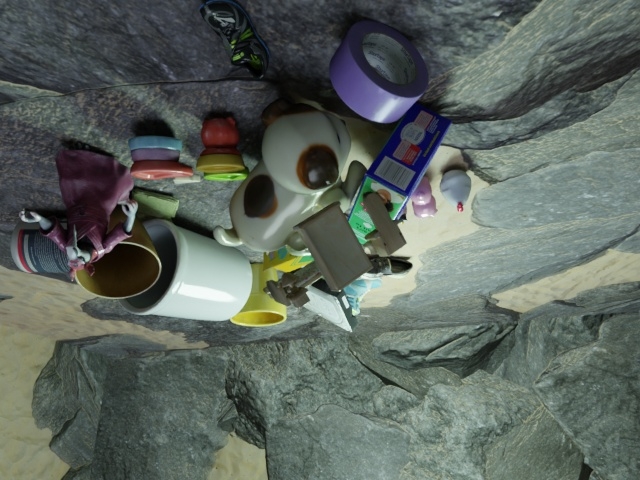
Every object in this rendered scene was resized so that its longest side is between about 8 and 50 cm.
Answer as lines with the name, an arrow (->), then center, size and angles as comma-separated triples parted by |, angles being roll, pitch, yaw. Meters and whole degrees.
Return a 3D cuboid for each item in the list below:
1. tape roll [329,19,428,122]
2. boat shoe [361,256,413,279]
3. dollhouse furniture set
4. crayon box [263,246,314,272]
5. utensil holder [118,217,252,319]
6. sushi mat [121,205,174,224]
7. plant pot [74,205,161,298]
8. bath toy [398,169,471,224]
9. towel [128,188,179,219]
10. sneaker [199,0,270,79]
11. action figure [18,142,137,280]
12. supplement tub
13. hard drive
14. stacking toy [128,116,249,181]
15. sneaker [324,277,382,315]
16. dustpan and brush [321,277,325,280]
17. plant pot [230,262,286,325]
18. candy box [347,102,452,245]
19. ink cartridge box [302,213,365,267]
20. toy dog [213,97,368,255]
tape roll -> 0.117, -0.336, 0.886 | 0.188, 0.189, 0.080 | 10, 153, -24
boat shoe -> 0.282, 0.114, 1.967 | 0.285, 0.103, 0.092 | 5, 149, -25
dollhouse furniture set -> -0.010, 0.013, 1.145 | 0.303, 0.174, 0.355 | -32, -171, -19
crayon box -> -0.070, -0.019, 1.527 | 0.318, 0.203, 0.081 | -22, 148, 38
utensil holder -> -0.485, 0.124, 1.629 | 0.327, 0.328, 0.385 | -17, 159, 27
sushi mat -> -0.610, -0.044, 1.632 | 0.151, 0.019, 0.317 | 1, 155, -6
plant pot -> -0.639, 0.013, 1.407 | 0.236, 0.254, 0.237 | -13, 135, -14
bath toy -> 0.311, -0.122, 1.427 | 0.347, 0.129, 0.151 | -13, 164, 20
towel -> -0.543, -0.118, 1.452 | 0.148, 0.027, 0.110 | 11, 141, -25
sneaker -> -0.159, -0.391, 0.871 | 0.067, 0.078, 0.188 | -15, 152, 24
action figure -> -0.632, -0.059, 1.182 | 0.247, 0.371, 0.275 | 9, 151, -26
supplement tub -> -0.878, 0.015, 1.528 | 0.271, 0.191, 0.191 | 0, 155, -5
hard drive -> 0.000, 0.255, 1.976 | 0.338, 0.064, 0.237 | 22, 146, 44
stacking toy -> -0.338, -0.239, 1.204 | 0.308, 0.131, 0.279 | -2, -179, 6
sneaker -> 0.176, 0.270, 2.125 | 0.318, 0.208, 0.127 | -2, 156, -28
dustpan and brush -> -0.017, 0.174, 2.101 | 0.211, 0.060, 0.147 | -20, 150, 33
plant pot -> -0.280, 0.242, 2.012 | 0.253, 0.239, 0.254 | -2, 154, -1
candy box -> 0.193, -0.155, 1.178 | 0.122, 0.268, 0.317 | 30, 154, 8
ink cartridge box -> 0.000, 0.000, 1.672 | 0.272, 0.114, 0.197 | -19, 151, 28
toy dog -> -0.076, -0.163, 1.101 | 0.395, 0.285, 0.408 | -13, 155, -29
